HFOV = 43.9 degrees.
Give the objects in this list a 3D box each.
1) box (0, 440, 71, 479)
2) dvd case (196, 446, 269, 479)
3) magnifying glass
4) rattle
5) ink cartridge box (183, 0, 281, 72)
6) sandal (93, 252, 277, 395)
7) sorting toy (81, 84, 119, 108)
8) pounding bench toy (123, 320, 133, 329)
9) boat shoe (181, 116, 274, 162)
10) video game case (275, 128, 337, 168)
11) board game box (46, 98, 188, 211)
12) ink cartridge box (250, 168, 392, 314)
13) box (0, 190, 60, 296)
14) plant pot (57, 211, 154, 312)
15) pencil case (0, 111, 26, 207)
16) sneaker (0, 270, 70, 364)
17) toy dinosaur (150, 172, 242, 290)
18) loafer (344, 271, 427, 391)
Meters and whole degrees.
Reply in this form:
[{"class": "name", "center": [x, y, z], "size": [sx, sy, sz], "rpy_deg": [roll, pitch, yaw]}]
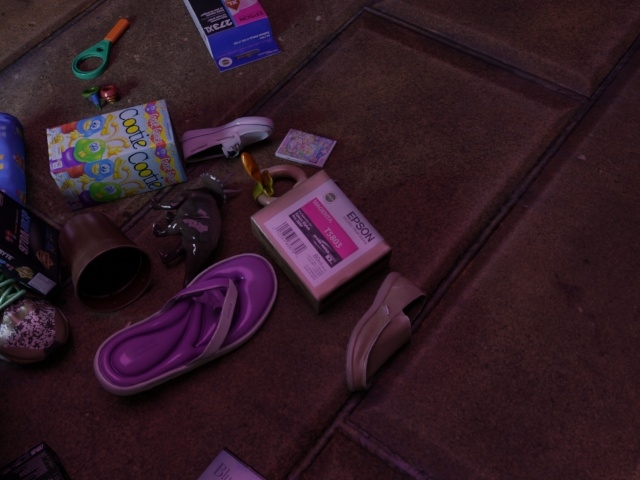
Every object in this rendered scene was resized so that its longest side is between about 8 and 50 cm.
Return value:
[{"class": "box", "center": [-0.518, 0.466, 1.374], "size": [0.180, 0.078, 0.147], "rpy_deg": [-33, 57, -17]}, {"class": "dvd case", "center": [-0.178, 0.501, 1.349], "size": [0.180, 0.022, 0.253], "rpy_deg": [30, 62, 25]}, {"class": "magnifying glass", "center": [-0.586, -0.518, 2.141], "size": [0.092, 0.026, 0.231], "rpy_deg": [16, 59, 17]}, {"class": "rattle", "center": [-0.058, -0.147, 1.746], "size": [0.199, 0.143, 0.130], "rpy_deg": [4, 36, 16]}, {"class": "ink cartridge box", "center": [-0.253, -0.614, 2.155], "size": [0.175, 0.069, 0.371], "rpy_deg": [-21, 57, -10]}, {"class": "sandal", "center": [-0.238, 0.156, 1.527], "size": [0.416, 0.102, 0.169], "rpy_deg": [-37, 77, -29]}, {"class": "sorting toy", "center": [-0.558, -0.364, 2.018], "size": [0.101, 0.042, 0.061], "rpy_deg": [0, 37, 21]}, {"class": "pounding bench toy", "center": [-0.366, 0.215, 1.559], "size": [0.065, 0.052, 0.083], "rpy_deg": [20, 58, 19]}, {"class": "boat shoe", "center": [-0.215, -0.227, 1.864], "size": [0.226, 0.083, 0.076], "rpy_deg": [-12, 64, 11]}, {"class": "video game case", "center": [-0.033, -0.217, 1.869], "size": [0.121, 0.011, 0.087], "rpy_deg": [17, 57, 17]}, {"class": "board game box", "center": [-0.461, -0.194, 1.813], "size": [0.275, 0.144, 0.142], "rpy_deg": [-16, 54, -5]}, {"class": "ink cartridge box", "center": [0.000, 0.000, 1.626], "size": [0.193, 0.088, 0.235], "rpy_deg": [-35, 71, -15]}, {"class": "box", "center": [-0.619, 0.000, 1.629], "size": [0.051, 0.175, 0.220], "rpy_deg": [-44, 32, 9]}, {"class": "plant pot", "center": [-0.456, 0.035, 1.645], "size": [0.167, 0.167, 0.165], "rpy_deg": [-32, 49, -17]}, {"class": "pencil case", "center": [-0.746, -0.154, 1.829], "size": [0.133, 0.119, 0.306], "rpy_deg": [-19, 54, 2]}, {"class": "sneaker", "center": [-0.667, 0.092, 1.600], "size": [0.410, 0.182, 0.158], "rpy_deg": [36, 65, 26]}, {"class": "toy dinosaur", "center": [-0.271, -0.035, 1.694], "size": [0.160, 0.121, 0.314], "rpy_deg": [-13, 48, 13]}, {"class": "loafer", "center": [0.126, 0.173, 1.510], "size": [0.092, 0.102, 0.269], "rpy_deg": [14, 56, 23]}]
